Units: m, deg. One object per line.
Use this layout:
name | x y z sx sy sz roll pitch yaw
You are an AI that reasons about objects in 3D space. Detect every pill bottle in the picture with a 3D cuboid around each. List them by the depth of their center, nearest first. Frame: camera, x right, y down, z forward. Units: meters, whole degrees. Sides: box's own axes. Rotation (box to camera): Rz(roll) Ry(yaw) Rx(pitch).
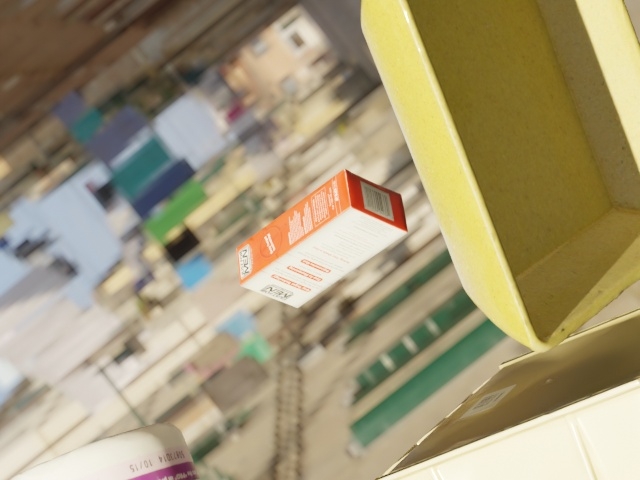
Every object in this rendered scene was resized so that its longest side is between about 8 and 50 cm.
pill bottle | -0.149 0.323 1.600 0.169 0.169 0.302 34 -146 -79

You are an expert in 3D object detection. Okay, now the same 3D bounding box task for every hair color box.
hair color box | 0.000 0.000 1.592 0.072 0.141 0.043 23 -135 -38

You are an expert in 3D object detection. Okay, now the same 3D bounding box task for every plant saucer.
plant saucer | 0.162 -0.107 1.508 0.332 0.081 0.333 -29 -80 -51

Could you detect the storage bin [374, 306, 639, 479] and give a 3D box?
storage bin | 0.191 0.152 1.353 0.123 0.260 0.262 62 -149 -3
